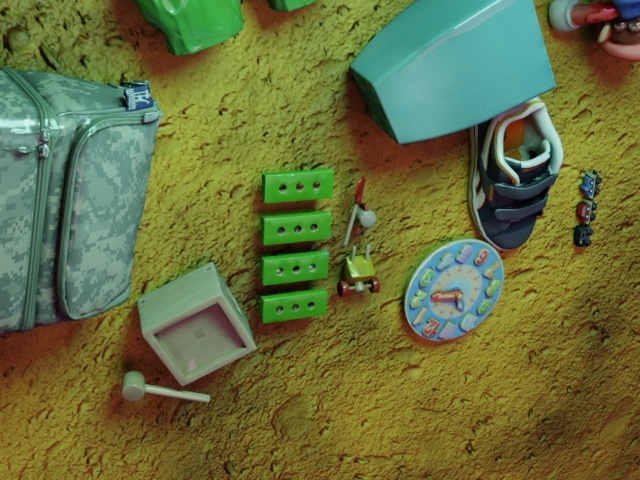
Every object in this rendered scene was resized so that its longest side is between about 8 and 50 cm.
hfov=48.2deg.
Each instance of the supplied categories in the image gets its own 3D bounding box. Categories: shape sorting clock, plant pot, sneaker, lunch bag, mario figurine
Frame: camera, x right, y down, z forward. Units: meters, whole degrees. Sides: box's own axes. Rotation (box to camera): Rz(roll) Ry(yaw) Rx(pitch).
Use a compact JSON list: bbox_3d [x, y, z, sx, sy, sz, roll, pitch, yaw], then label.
[{"bbox_3d":[0.243,0.092,1.285,0.206,0.040,0.206,-11,122,-17],"label":"shape sorting clock"},{"bbox_3d":[0.175,-0.254,1.030,0.234,0.166,0.165,-30,123,-1],"label":"plant pot"},{"bbox_3d":[0.321,-0.103,1.187,0.126,0.127,0.321,-25,123,-14],"label":"sneaker"},{"bbox_3d":[-0.334,-0.053,0.859,0.256,0.212,0.305,-5,117,-42],"label":"lunch bag"},{"bbox_3d":[0.457,-0.394,1.064,0.170,0.198,0.320,-66,160,-2],"label":"mario figurine"}]

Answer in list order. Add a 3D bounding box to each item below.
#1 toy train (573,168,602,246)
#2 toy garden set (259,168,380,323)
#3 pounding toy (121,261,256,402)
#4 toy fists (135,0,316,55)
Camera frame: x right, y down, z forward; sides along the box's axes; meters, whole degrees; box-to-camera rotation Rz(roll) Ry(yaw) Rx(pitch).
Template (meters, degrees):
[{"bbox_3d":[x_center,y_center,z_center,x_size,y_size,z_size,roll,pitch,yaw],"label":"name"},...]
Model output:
[{"bbox_3d":[0.501,-0.059,1.352,0.036,0.027,0.158,-7,117,-11],"label":"toy train"},{"bbox_3d":[0.000,0.000,1.130,0.203,0.049,0.244,-6,115,-21],"label":"toy garden set"},{"bbox_3d":[-0.211,0.159,1.083,0.206,0.094,0.181,-26,127,-1],"label":"pounding toy"},{"bbox_3d":[-0.102,-0.349,0.888,0.279,0.096,0.142,-27,132,-14],"label":"toy fists"}]
